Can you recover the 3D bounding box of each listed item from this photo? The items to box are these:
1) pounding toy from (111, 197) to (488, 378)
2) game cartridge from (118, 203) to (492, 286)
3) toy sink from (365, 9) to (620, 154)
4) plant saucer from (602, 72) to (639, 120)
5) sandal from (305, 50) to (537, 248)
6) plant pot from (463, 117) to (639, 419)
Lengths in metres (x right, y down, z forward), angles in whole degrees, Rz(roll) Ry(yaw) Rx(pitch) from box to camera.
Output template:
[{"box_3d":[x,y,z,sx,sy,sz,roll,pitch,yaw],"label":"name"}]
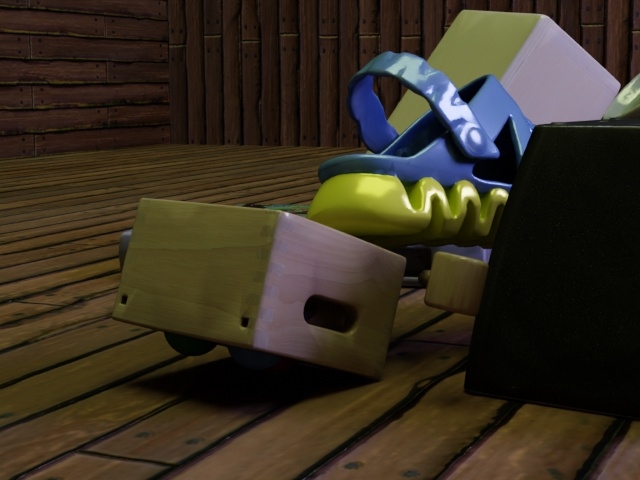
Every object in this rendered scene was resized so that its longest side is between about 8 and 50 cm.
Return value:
[{"box_3d":[0.007,0.045,0.760,0.206,0.094,0.181,7,-9,41],"label":"pounding toy"},{"box_3d":[0.000,0.000,1.234,0.355,0.068,0.230,1,12,12],"label":"game cartridge"},{"box_3d":[0.161,-0.098,1.204,0.131,0.234,0.153,36,-5,-27],"label":"toy sink"},{"box_3d":[0.499,-0.196,1.642,0.400,0.100,0.400,-42,7,6],"label":"plant saucer"},{"box_3d":[0.130,-0.062,0.895,0.317,0.138,0.126,4,-11,-38],"label":"sandal"},{"box_3d":[0.213,0.007,0.751,0.188,0.166,0.187,4,8,35],"label":"plant pot"}]
